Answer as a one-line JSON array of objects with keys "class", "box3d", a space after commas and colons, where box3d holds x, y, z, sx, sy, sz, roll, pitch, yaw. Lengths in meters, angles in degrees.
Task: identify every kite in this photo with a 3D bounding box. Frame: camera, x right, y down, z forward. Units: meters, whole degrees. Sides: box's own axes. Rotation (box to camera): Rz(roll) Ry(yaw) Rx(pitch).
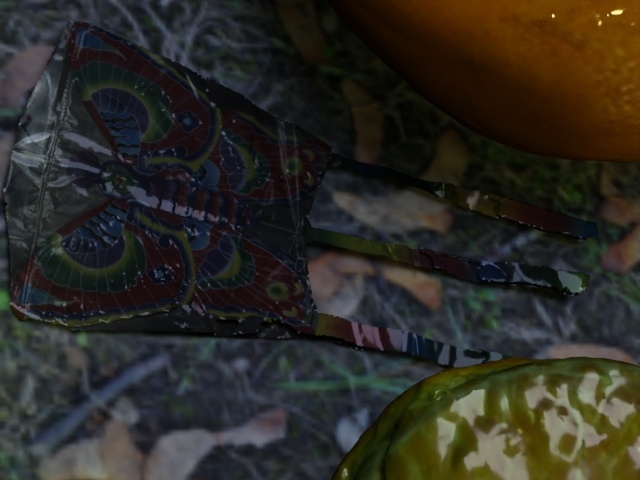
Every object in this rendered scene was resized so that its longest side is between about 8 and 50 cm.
[{"class": "kite", "box3d": [0.000, 0.000, 0.849, 0.285, 0.015, 0.152, 15, 60, -12]}]

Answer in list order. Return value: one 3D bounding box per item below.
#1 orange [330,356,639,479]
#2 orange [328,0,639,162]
[{"class": "orange", "box3d": [0.073, 0.164, 0.696, 0.179, 0.158, 0.237, 9, 62, -12]}, {"class": "orange", "box3d": [0.129, -0.188, 0.841, 0.312, 0.312, 0.312, 11, 59, -18]}]
